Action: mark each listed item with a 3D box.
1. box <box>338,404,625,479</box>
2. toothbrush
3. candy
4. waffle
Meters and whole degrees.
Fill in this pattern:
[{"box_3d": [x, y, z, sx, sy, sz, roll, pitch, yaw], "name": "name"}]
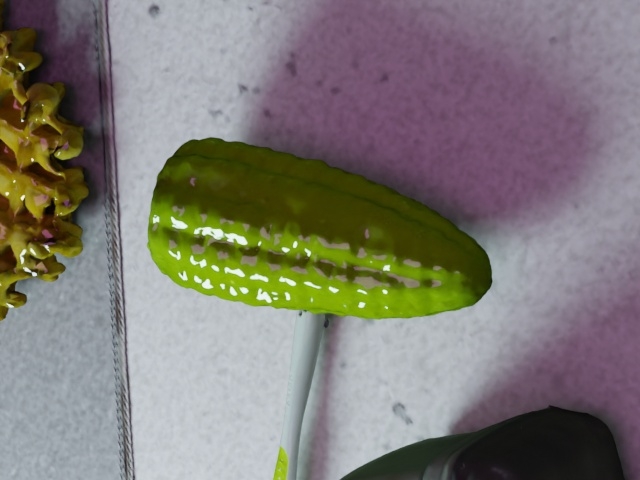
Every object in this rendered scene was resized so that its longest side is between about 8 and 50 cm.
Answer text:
[{"box_3d": [0.098, 0.204, 0.749, 0.129, 0.148, 0.210, -13, 90, 38], "name": "box"}, {"box_3d": [-0.017, 0.155, 0.874, 0.022, 0.026, 0.263, 28, 113, 58], "name": "toothbrush"}, {"box_3d": [0.000, 0.000, 0.798, 0.209, 0.097, 0.096, 13, 104, 24], "name": "candy"}, {"box_3d": [-0.261, -0.054, 0.961, 0.232, 0.051, 0.228, -29, 81, 29], "name": "waffle"}]
